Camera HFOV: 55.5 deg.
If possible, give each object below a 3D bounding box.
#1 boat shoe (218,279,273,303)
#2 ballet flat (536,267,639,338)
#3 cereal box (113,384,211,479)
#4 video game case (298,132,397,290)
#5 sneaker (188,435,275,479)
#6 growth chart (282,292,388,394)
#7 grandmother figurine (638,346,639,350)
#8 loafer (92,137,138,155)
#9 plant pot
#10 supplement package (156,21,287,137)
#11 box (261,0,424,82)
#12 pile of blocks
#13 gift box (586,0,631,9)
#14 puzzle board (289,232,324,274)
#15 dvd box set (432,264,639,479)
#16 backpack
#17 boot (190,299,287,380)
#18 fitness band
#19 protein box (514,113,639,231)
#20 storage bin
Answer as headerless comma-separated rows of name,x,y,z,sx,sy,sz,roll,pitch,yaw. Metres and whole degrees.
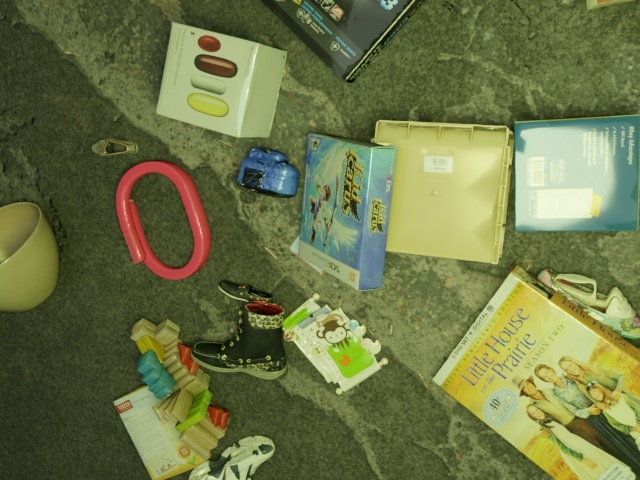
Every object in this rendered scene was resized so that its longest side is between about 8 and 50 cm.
boat shoe,-0.173,0.120,1.413,0.133,0.049,0.042,23,111,6
ballet flat,0.518,0.114,1.156,0.222,0.077,0.079,24,126,17
cereal box,-0.407,0.483,1.561,0.173,0.047,0.240,-26,90,20
video game case,0.043,-0.066,1.206,0.244,0.061,0.269,26,115,56
sneaker,-0.188,0.586,1.488,0.235,0.094,0.153,-31,108,2
growth chart,0.025,0.232,1.381,0.237,0.021,0.172,45,109,6
grandmother figurine,0.690,0.252,1.118,0.208,0.104,0.342,21,110,28
loafer,-0.502,-0.225,1.467,0.125,0.039,0.045,2,101,19
plant pot,-0.773,0.068,1.518,0.284,0.284,0.191,-6,132,20
supplement package,-0.207,-0.334,1.288,0.203,0.149,0.194,18,105,16
box,0.051,-0.522,1.208,0.295,0.073,0.293,47,111,5
pile of blocks,-0.331,0.336,1.454,0.113,0.149,0.362,-35,87,21
gift box,0.565,-0.506,0.940,0.276,0.258,0.255,-6,96,0
puzzle board,0.000,0.000,1.351,0.096,0.011,0.128,39,110,9
dvd box set,0.463,0.289,1.160,0.420,0.062,0.307,38,120,18
backpack,-0.105,-0.144,1.315,0.120,0.098,0.101,18,102,16
boot,-0.187,0.217,1.399,0.236,0.085,0.178,9,116,13
fitness band,-0.373,-0.046,1.454,0.209,0.054,0.290,-16,95,18
protein box,0.459,-0.122,1.103,0.201,0.136,0.199,0,99,19
storage bin,0.231,-0.099,1.195,0.262,0.123,0.260,7,102,18
